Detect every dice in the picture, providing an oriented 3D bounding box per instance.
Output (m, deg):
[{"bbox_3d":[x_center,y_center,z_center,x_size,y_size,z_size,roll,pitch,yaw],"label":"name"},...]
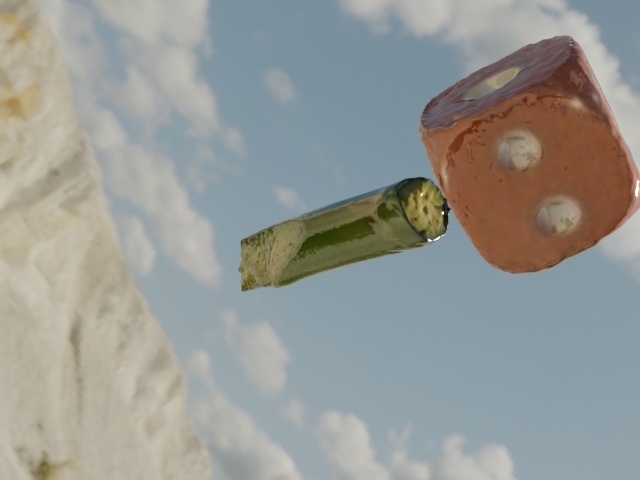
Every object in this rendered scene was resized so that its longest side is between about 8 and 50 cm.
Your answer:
[{"bbox_3d":[0.208,-0.082,1.275,0.179,0.175,0.174,61,14,-17],"label":"dice"}]

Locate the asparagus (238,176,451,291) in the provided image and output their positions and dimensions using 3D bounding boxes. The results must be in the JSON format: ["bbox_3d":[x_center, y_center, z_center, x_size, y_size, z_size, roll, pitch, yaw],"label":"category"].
[{"bbox_3d":[0.000,0.000,0.766,0.178,0.045,0.041,-17,-61,45],"label":"asparagus"}]
